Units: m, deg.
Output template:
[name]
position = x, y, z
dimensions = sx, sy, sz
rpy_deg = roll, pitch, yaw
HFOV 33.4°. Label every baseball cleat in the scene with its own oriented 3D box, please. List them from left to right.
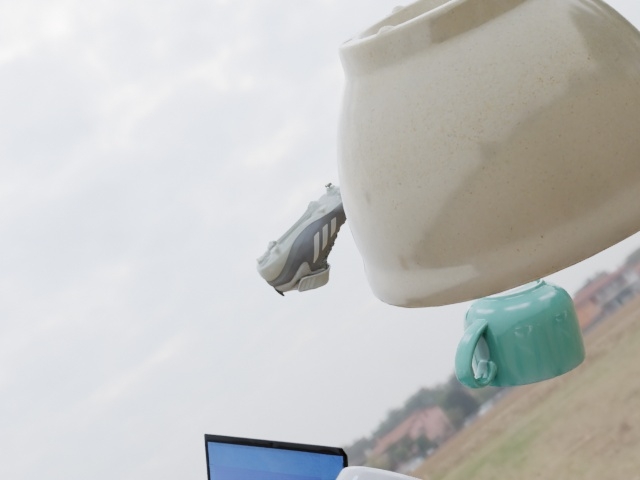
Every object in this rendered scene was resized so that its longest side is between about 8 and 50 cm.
[baseball cleat]
position = 0.000, 0.000, 1.618
dimensions = 0.206, 0.109, 0.072
rpy_deg = -40, 23, 6

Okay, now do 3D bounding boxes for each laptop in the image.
[laptop]
position = -0.087, 0.427, 1.490
dimensions = 0.136, 0.234, 0.264
rpy_deg = 66, -145, -41

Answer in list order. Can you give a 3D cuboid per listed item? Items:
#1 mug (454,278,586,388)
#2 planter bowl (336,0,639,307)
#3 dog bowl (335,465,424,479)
[mug]
position = 0.223, 0.101, 1.201
dimensions = 0.129, 0.097, 0.158
rpy_deg = -12, 8, 21
[planter bowl]
position = 0.072, -0.058, 0.465
dimensions = 0.162, 0.109, 0.162
rpy_deg = -25, 14, 7
[dog bowl]
position = 0.150, 0.349, 1.166
dimensions = 0.349, 0.349, 0.102
rpy_deg = 101, -170, -72
